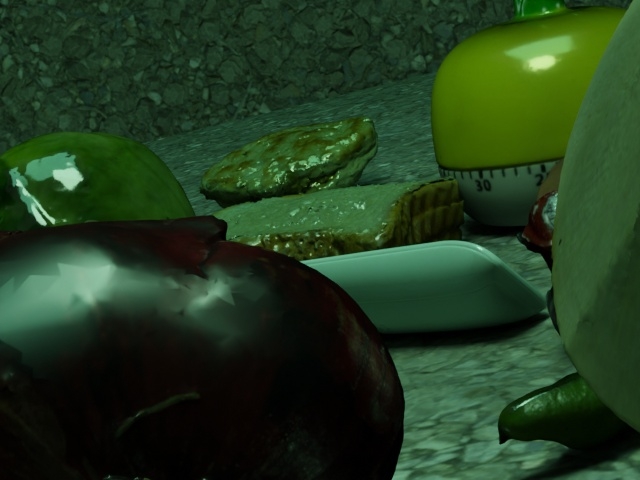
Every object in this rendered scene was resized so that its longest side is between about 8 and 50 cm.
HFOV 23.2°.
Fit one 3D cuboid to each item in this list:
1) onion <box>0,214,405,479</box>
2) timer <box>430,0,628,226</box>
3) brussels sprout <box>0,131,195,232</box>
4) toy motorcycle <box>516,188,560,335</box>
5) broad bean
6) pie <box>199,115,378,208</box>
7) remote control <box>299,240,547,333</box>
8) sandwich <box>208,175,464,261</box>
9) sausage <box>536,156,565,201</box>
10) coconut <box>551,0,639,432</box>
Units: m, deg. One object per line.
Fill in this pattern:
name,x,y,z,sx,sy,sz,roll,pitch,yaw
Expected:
onion,-0.092,0.090,0.804,0.280,0.221,0.281,-13,29,8
timer,0.230,-0.167,1.556,0.285,0.285,0.285,-13,11,3
brussels sprout,-0.224,0.042,1.248,0.271,0.219,0.210,-31,-13,21
toy motorcycle,0.200,0.009,1.113,0.082,0.122,0.213,-24,5,24
broad bean,0.185,0.087,0.919,0.195,0.046,0.061,-18,-1,-44
pie,-0.043,-0.088,2.005,0.248,0.090,0.201,-3,26,47
remote control,0.033,0.049,1.249,0.293,0.051,0.103,-6,-27,36
sandwich,0.000,-0.001,1.497,0.251,0.087,0.226,-6,9,28
sausage,0.306,-0.043,1.328,0.086,0.086,0.289,-22,13,-39
coconut,0.249,-0.026,0.670,0.322,0.323,0.323,-13,11,3
